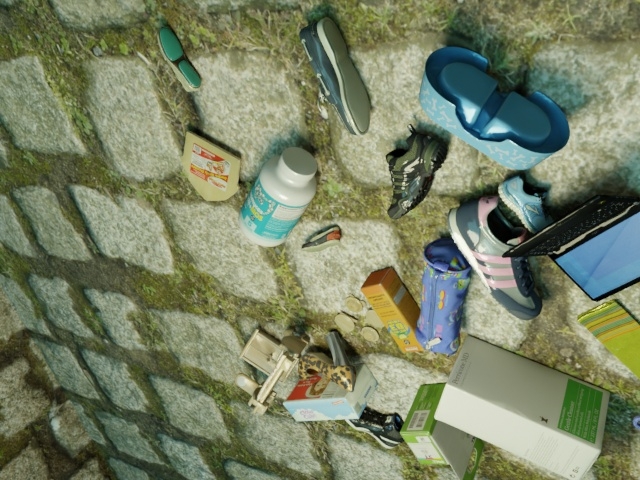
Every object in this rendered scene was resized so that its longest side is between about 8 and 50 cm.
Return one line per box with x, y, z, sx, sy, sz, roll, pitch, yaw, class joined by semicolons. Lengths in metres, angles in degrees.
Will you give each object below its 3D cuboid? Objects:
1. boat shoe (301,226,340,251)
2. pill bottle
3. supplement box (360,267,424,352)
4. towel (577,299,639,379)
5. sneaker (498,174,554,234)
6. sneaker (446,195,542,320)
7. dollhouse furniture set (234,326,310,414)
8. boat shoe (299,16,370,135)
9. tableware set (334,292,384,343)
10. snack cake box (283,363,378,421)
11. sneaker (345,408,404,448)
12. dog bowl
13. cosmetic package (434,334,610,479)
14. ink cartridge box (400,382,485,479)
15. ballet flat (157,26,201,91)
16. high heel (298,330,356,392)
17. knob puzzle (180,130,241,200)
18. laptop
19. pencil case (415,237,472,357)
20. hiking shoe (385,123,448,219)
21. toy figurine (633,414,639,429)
0.000;0.000;1.590;0.137;0.049;0.043;-19;70;43;boat shoe
-0.102;-0.112;1.494;0.146;0.146;0.264;37;135;2;pill bottle
0.206;0.188;1.578;0.078;0.080;0.233;-19;114;44;supplement box
0.696;0.235;1.337;0.237;0.021;0.102;43;136;-4;towel
0.445;-0.070;1.233;0.162;0.063;0.073;43;129;-7;sneaker
0.414;0.042;1.304;0.319;0.112;0.131;49;137;-11;sneaker
-0.195;0.397;1.795;0.174;0.355;0.303;32;96;6;dollhouse furniture set
0.029;-0.339;1.269;0.079;0.095;0.254;-11;116;36;boat shoe
0.116;0.228;1.708;0.141;0.020;0.168;31;136;11;tableware set
0.030;0.479;1.865;0.264;0.152;0.089;-17;113;41;snack cake box
0.182;0.570;1.899;0.217;0.079;0.121;34;132;-6;sneaker
0.316;-0.243;1.118;0.297;0.166;0.074;34;146;6;dog bowl
0.496;0.411;1.483;0.365;0.197;0.155;21;132;16;cosmetic package
0.354;0.566;1.697;0.097;0.189;0.255;-17;113;39;ink cartridge box
-0.358;-0.441;1.469;0.052;0.057;0.168;-7;119;48;ballet flat
0.012;0.421;1.815;0.261;0.093;0.186;-54;47;40;high heel
-0.300;-0.190;1.642;0.213;0.030;0.213;17;131;20;knob puzzle
0.548;0.027;1.183;0.234;0.264;0.136;-42;59;43;laptop
0.297;0.145;1.447;0.119;0.133;0.306;18;131;23;pencil case
0.193;-0.150;1.333;0.114;0.086;0.227;41;131;18;hiking shoe
0.800;0.414;1.302;0.217;0.191;0.362;3;124;37;toy figurine
